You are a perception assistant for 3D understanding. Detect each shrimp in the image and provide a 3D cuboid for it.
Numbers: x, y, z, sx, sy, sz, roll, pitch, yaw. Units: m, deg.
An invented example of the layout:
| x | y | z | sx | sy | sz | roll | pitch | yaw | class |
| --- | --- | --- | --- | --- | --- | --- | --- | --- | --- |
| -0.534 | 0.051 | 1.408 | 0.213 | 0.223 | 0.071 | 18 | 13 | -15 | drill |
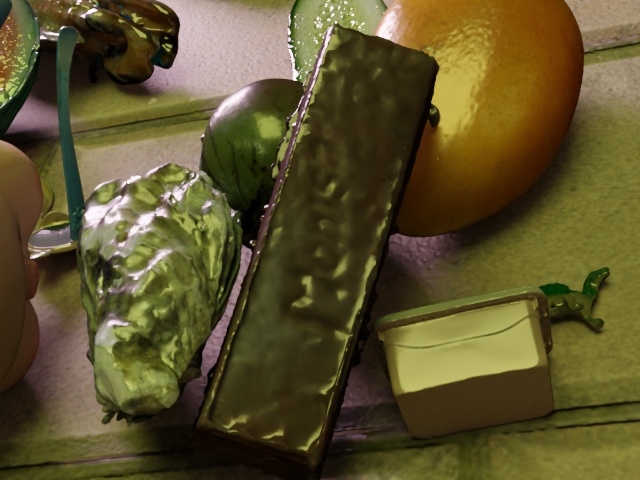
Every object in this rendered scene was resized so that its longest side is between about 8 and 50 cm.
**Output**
| x | y | z | sx | sy | sz | roll | pitch | yaw | class |
| --- | --- | --- | --- | --- | --- | --- | --- | --- | --- |
| -0.312 | -0.289 | 1.278 | 0.221 | 0.109 | 0.446 | -21 | 37 | -34 | shrimp |

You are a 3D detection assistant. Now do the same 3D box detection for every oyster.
| x | y | z | sx | sy | sz | roll | pitch | yaw | class |
| --- | --- | --- | --- | --- | --- | --- | --- | --- | --- |
| -0.129 | 0.035 | 0.750 | 0.268 | 0.112 | 0.198 | 162 | 123 | -68 | oyster |

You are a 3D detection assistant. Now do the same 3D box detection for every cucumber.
| x | y | z | sx | sy | sz | roll | pitch | yaw | class |
| --- | --- | --- | --- | --- | --- | --- | --- | --- | --- |
| 0.028 | -0.206 | 1.077 | 0.115 | 0.063 | 0.243 | -18 | 40 | 10 | cucumber |

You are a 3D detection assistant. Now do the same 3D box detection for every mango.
| x | y | z | sx | sy | sz | roll | pitch | yaw | class |
| --- | --- | --- | --- | --- | --- | --- | --- | --- | --- |
| 0.124 | -0.112 | 0.880 | 0.187 | 0.138 | 0.257 | 14 | 62 | -1 | mango |

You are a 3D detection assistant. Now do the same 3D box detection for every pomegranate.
| x | y | z | sx | sy | sz | roll | pitch | yaw | class |
| --- | --- | --- | --- | --- | --- | --- | --- | --- | --- |
| -0.032 | -0.036 | 0.862 | 0.131 | 0.152 | 0.191 | -13 | 61 | -4 | pomegranate |

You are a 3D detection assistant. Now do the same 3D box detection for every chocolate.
| x | y | z | sx | sy | sz | roll | pitch | yaw | class |
| --- | --- | --- | --- | --- | --- | --- | --- | --- | --- |
| 0.000 | 0.000 | 0.720 | 0.112 | 0.112 | 0.321 | 18 | 73 | 2 | chocolate |

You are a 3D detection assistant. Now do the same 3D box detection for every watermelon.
| x | y | z | sx | sy | sz | roll | pitch | yaw | class |
| --- | --- | --- | --- | --- | --- | --- | --- | --- | --- |
| -0.357 | -0.185 | 1.135 | 0.146 | 0.128 | 0.231 | -33 | 58 | 2 | watermelon |

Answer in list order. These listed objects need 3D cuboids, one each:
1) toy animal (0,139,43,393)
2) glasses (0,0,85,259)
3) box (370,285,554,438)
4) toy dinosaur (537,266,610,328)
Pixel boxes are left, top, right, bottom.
| x | y | z | sx | sy | sz | roll | pitch | yaw | class |
| --- | --- | --- | --- | --- | --- | --- | --- | --- | --- |
| -0.315 | -0.011 | 0.810 | 0.247 | 0.345 | 0.278 | -3 | 12 | 32 | toy animal |
| -0.260 | -0.105 | 0.991 | 0.088 | 0.220 | 0.190 | 0 | 20 | -44 | glasses |
| 0.102 | 0.087 | 0.711 | 0.122 | 0.089 | 0.062 | -13 | 52 | 7 | box |
| 0.163 | 0.052 | 0.777 | 0.120 | 0.029 | 0.060 | -17 | 25 | 10 | toy dinosaur |
